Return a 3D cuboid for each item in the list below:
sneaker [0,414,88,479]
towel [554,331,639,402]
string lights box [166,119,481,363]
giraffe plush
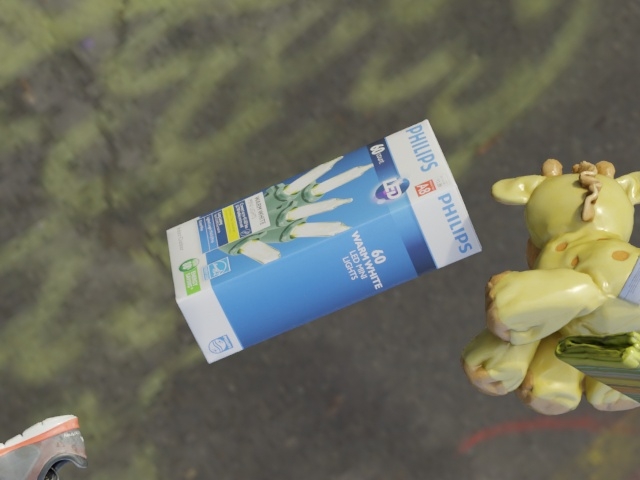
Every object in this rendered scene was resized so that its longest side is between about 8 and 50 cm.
[{"bbox_3d":[-0.285,0.219,1.794,0.158,0.065,0.061,-27,170,5],"label":"sneaker"},{"bbox_3d":[0.258,0.114,1.176,0.237,0.102,0.021,28,81,-15],"label":"towel"},{"bbox_3d":[0.000,0.000,1.728,0.260,0.133,0.077,-23,120,4],"label":"string lights box"},{"bbox_3d":[0.209,0.019,1.604,0.181,0.170,0.210,18,131,-24],"label":"giraffe plush"}]
